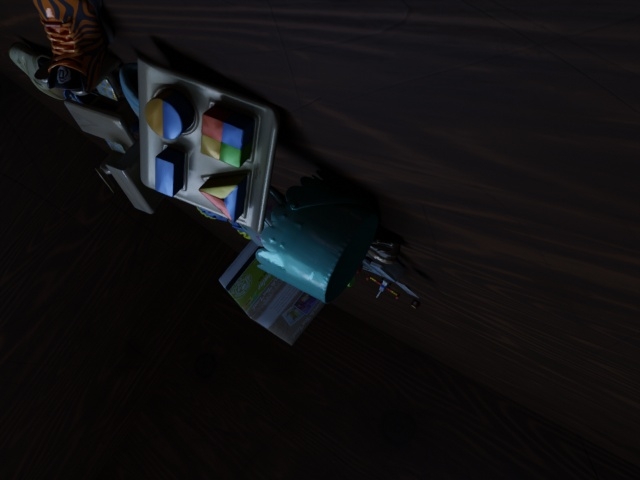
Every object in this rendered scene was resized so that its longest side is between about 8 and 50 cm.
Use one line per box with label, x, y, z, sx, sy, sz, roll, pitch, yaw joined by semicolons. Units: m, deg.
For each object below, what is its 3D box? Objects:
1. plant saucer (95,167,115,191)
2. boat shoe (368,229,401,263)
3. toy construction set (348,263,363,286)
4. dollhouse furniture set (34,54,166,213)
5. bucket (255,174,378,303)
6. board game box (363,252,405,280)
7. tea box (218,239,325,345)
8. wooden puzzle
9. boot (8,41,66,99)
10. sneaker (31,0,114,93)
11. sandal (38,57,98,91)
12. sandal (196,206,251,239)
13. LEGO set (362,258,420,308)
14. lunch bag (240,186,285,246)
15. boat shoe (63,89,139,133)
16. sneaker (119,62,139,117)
plant saucer;-0.599;-0.172;1.619;0.083;0.015;0.083;48;164;18
boat shoe;0.116;-0.017;1.496;0.207;0.073;0.073;26;130;21
toy construction set;-0.003;0.035;1.634;0.151;0.215;0.328;-3;-153;-47
dollhouse furniture set;-0.553;-0.271;1.566;0.394;0.256;0.362;20;151;24
bucket;0.000;0.000;1.359;0.183;0.281;0.281;29;169;15
board game box;0.093;0.021;1.754;0.193;0.053;0.305;41;167;-35
tea box;-0.132;0.126;2.034;0.220;0.329;0.323;41;176;-36
wooden puzzle;-0.263;-0.186;1.241;0.348;0.080;0.322;25;133;12
boot;-0.923;-0.564;2.004;0.203;0.095;0.262;25;163;33
sneaker;-0.511;-0.404;1.180;0.125;0.180;0.321;9;173;2
sandal;-0.776;-0.532;1.849;0.254;0.054;0.097;22;175;8
sandal;-0.359;-0.118;2.330;0.317;0.126;0.138;27;168;-15
LEGO set;0.184;0.129;1.682;0.244;0.060;0.182;39;171;-33
lunch bag;-0.189;-0.086;1.886;0.224;0.108;0.279;56;157;-20
boat shoe;-0.699;-0.413;1.872;0.258;0.109;0.089;19;177;-38
sneaker;-0.318;-0.296;1.307;0.366;0.135;0.150;24;164;20
